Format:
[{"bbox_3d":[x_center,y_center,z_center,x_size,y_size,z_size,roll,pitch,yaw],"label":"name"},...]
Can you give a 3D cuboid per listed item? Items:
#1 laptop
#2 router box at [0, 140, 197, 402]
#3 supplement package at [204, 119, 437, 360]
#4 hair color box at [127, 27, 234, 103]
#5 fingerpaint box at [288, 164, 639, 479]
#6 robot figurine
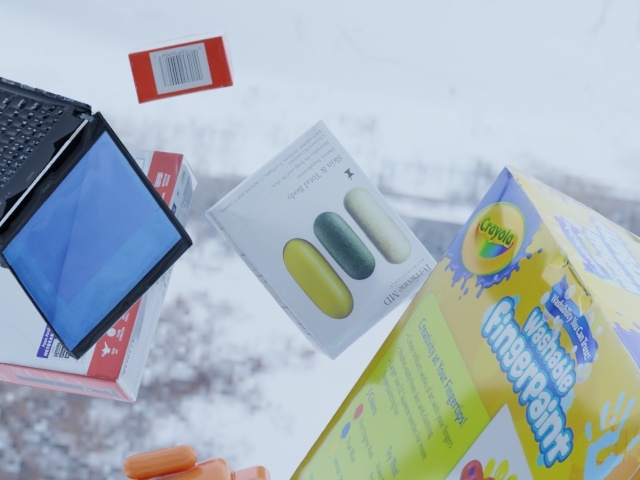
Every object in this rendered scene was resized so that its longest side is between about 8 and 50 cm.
[{"bbox_3d":[-0.295,-0.022,1.599,0.264,0.137,0.234,16,139,-32],"label":"laptop"},{"bbox_3d":[-0.353,0.032,2.284,0.301,0.336,0.082,7,155,15],"label":"router box"},{"bbox_3d":[0.000,0.000,2.365,0.263,0.199,0.198,51,175,-3],"label":"supplement package"},{"bbox_3d":[-0.133,-0.172,1.664,0.093,0.053,0.167,-11,-169,0],"label":"hair color box"},{"bbox_3d":[0.156,0.201,1.319,0.163,0.371,0.445,28,-164,-19],"label":"fingerpaint box"},{"bbox_3d":[-0.152,0.314,1.853,0.219,0.128,0.158,-17,139,-1],"label":"robot figurine"}]
